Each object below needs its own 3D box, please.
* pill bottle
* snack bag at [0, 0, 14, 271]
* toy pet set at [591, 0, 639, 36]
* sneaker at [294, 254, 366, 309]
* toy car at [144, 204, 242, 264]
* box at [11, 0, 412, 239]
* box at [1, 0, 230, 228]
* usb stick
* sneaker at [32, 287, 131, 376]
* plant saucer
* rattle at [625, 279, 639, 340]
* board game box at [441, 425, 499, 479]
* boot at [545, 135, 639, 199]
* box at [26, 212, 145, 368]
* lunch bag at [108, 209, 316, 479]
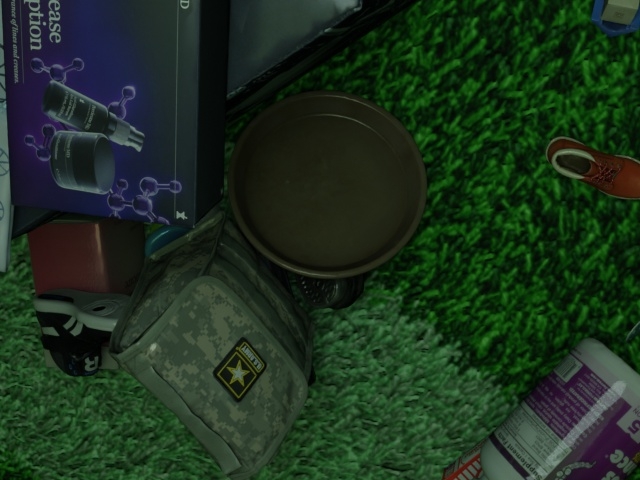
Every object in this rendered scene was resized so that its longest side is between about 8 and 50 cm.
[{"bbox_3d":[0.329,0.293,1.248,0.169,0.169,0.301,42,94,0],"label":"pill bottle"},{"bbox_3d":[-0.434,-0.168,0.924,0.323,0.037,0.343,19,109,9],"label":"snack bag"},{"bbox_3d":[0.400,-0.326,1.174,0.122,0.065,0.114,14,73,7],"label":"toy pet set"},{"bbox_3d":[0.000,0.000,1.341,0.087,0.130,0.227,-32,67,20],"label":"sneaker"},{"bbox_3d":[-0.186,0.032,1.361,0.182,0.136,0.159,38,110,2],"label":"toy car"},{"bbox_3d":[-0.172,-0.283,1.096,0.480,0.472,0.297,-30,96,20],"label":"box"},{"bbox_3d":[-0.183,-0.157,0.829,0.184,0.103,0.261,6,110,6],"label":"box"},{"bbox_3d":[-0.061,0.101,1.348,0.045,0.077,0.278,-24,120,-18],"label":"usb stick"},{"bbox_3d":[-0.314,0.138,1.273,0.217,0.079,0.121,8,113,42],"label":"sneaker"},{"bbox_3d":[0.009,-0.077,1.266,0.278,0.041,0.278,1,73,-4],"label":"plant saucer"},{"bbox_3d":[0.499,0.057,1.257,0.130,0.143,0.200,4,142,6],"label":"rattle"},{"bbox_3d":[0.304,0.384,1.380,0.193,0.045,0.147,45,110,0],"label":"board game box"},{"bbox_3d":[0.378,-0.090,1.217,0.158,0.084,0.059,20,107,6],"label":"boot"},{"bbox_3d":[-0.350,0.065,1.404,0.126,0.148,0.232,0,105,14],"label":"box"},{"bbox_3d":[-0.131,0.137,1.168,0.169,0.287,0.235,-30,113,20],"label":"lunch bag"}]
